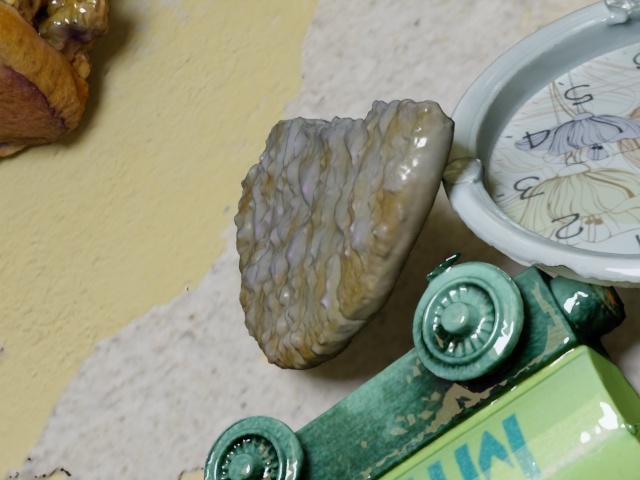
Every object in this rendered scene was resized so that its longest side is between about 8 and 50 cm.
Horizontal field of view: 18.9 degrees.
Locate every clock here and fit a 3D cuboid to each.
[{"bbox_3d":[0.176,-0.045,0.925,0.236,0.053,0.236,-11,38,9],"label":"clock"}]

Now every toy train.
[{"bbox_3d":[0.054,0.123,0.928,0.253,0.105,0.157,-35,58,15],"label":"toy train"}]

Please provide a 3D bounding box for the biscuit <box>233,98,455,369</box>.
[{"bbox_3d":[0.002,0.000,1.016,0.290,0.038,0.141,-178,102,-72],"label":"biscuit"}]

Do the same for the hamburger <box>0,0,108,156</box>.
[{"bbox_3d":[-0.264,-0.175,1.284,0.260,0.245,0.211,137,143,-71],"label":"hamburger"}]
